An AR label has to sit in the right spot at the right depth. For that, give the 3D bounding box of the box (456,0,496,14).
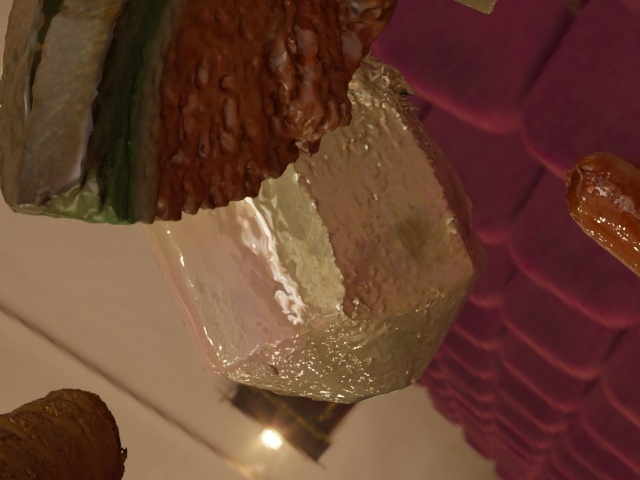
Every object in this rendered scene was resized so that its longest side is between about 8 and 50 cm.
[{"bbox_3d":[0.064,-0.165,0.625,0.079,0.083,0.035,23,156,5],"label":"box"}]

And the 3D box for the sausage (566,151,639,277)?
[{"bbox_3d":[0.271,0.003,0.977,0.197,0.076,0.076,36,177,0],"label":"sausage"}]

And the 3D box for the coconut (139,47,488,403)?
[{"bbox_3d":[0.000,0.000,1.160,0.309,0.297,0.297,61,177,-1],"label":"coconut"}]

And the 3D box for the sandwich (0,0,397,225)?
[{"bbox_3d":[-0.065,-0.076,0.610,0.160,0.185,0.109,25,161,-34],"label":"sandwich"}]

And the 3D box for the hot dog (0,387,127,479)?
[{"bbox_3d":[-0.194,0.143,0.632,0.068,0.083,0.289,8,-164,28],"label":"hot dog"}]
